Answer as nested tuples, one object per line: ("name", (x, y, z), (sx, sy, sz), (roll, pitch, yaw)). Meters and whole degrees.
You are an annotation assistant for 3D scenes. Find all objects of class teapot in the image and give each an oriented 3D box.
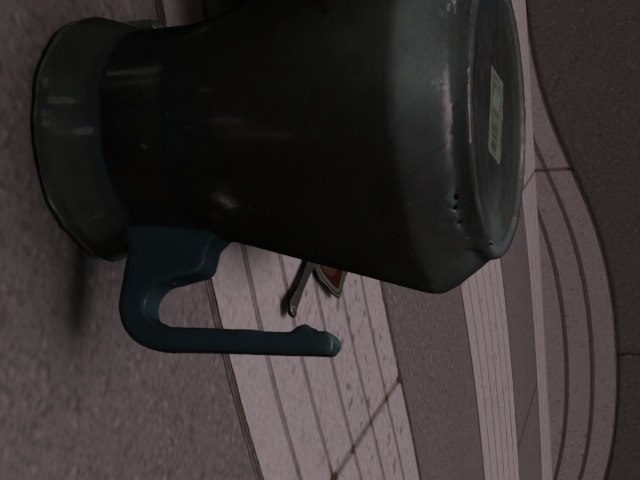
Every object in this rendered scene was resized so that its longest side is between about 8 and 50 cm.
("teapot", (-0.019, -0.043, 0.498), (0.171, 0.225, 0.203), (37, 55, -63))

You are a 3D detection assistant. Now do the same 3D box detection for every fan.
("fan", (0.000, 0.000, 0.881), (0.220, 0.009, 0.132), (-67, 147, -53))

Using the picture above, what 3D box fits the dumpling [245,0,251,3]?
("dumpling", (-0.002, -0.107, 0.689), (0.243, 0.187, 0.318), (51, -21, -1))
